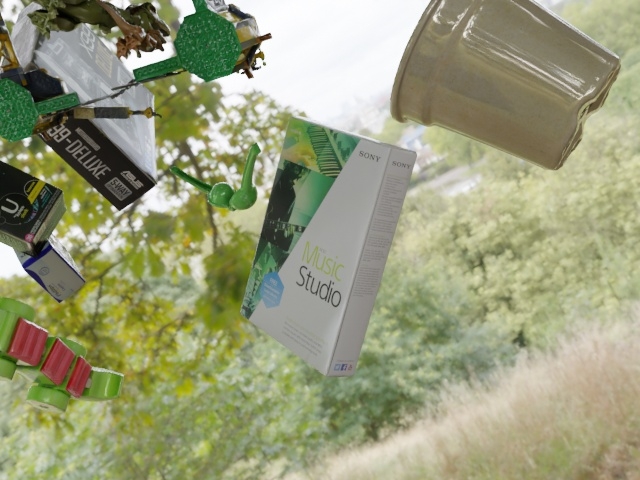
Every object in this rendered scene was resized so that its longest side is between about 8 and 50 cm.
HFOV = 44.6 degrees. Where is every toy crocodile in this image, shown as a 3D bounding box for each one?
[{"bbox_3d":[-0.436,0.181,1.209,0.105,0.340,0.115,-1,58,25],"label":"toy crocodile"}]

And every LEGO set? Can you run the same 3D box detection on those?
[{"bbox_3d":[-0.196,-0.245,0.775,0.331,0.255,0.192,-20,14,20],"label":"LEGO set"}]

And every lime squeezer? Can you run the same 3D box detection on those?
[{"bbox_3d":[-0.177,-0.099,1.400,0.310,0.110,0.059,-3,46,54],"label":"lime squeezer"}]

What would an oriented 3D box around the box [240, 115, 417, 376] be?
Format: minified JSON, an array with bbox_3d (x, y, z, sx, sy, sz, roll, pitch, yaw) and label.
[{"bbox_3d":[0.000,0.000,1.111,0.058,0.322,0.232,8,12,-40],"label":"box"}]

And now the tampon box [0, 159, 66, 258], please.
[{"bbox_3d":[-0.577,-0.063,1.450,0.101,0.161,0.120,125,169,-66],"label":"tampon box"}]

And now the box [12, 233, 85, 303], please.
[{"bbox_3d":[-0.554,0.035,1.572,0.072,0.126,0.137,-37,50,-8],"label":"box"}]

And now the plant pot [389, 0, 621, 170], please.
[{"bbox_3d":[0.342,-0.289,1.384,0.334,0.305,0.334,-50,-18,-23],"label":"plant pot"}]

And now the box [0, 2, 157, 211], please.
[{"bbox_3d":[-0.356,-0.219,1.173,0.076,0.242,0.307,-34,35,11],"label":"box"}]
